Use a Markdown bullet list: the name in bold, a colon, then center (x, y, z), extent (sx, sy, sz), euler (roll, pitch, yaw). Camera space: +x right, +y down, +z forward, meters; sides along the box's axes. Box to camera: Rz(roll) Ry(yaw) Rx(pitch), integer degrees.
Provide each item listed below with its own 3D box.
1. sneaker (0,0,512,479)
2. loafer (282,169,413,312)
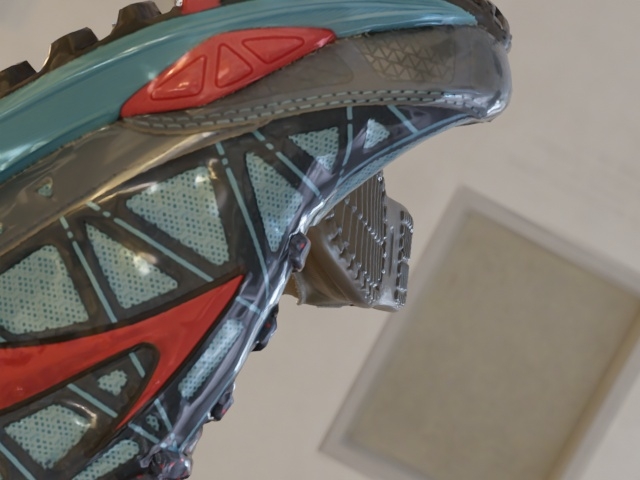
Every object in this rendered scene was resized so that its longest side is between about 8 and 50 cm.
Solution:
- **sneaker**: center (-0.062, 0.026, 0.440), extent (0.125, 0.262, 0.104), euler (64, 175, 0)
- **loafer**: center (0.000, 0.000, 0.643), extent (0.050, 0.056, 0.148), euler (1, 167, 12)
